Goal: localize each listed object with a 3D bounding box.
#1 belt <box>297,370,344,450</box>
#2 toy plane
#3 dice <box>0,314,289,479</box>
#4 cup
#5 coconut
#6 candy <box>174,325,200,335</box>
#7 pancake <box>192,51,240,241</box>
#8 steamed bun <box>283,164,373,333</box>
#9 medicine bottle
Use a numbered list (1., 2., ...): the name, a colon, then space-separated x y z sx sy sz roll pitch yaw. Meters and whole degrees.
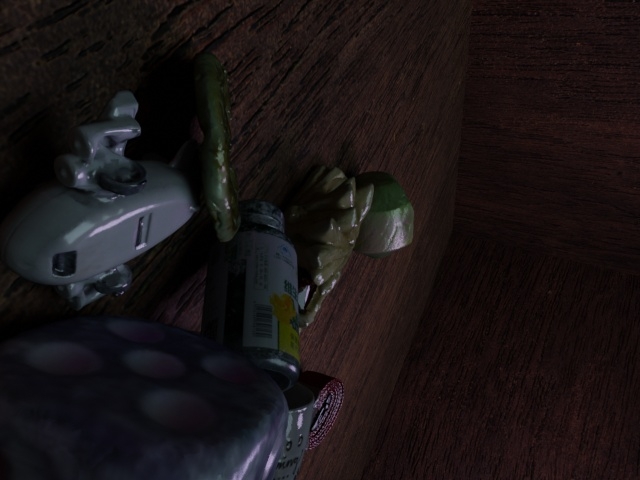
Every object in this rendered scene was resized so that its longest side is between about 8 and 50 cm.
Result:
1. belt: -0.037 0.437 1.272 0.200 0.124 0.128 -53 133 -33
2. toy plane: -0.222 -0.037 0.527 0.252 0.118 0.252 -55 168 -18
3. dice: -0.203 0.246 0.488 0.270 0.272 0.269 -7 116 -79
4. cup: -0.150 0.391 0.903 0.258 0.186 0.233 9 91 -37
5. coconut: 0.142 -0.054 1.270 0.205 0.236 0.235 -32 134 -43
6. candy: -0.183 0.198 0.804 0.073 0.092 0.160 -69 156 -11
7. pancake: -0.130 -0.119 0.637 0.253 0.037 0.253 175 -90 -84
8. steamed bun: 0.000 0.000 1.009 0.427 0.190 0.247 -62 147 -27
9. medicine bottle: -0.105 0.076 0.742 0.141 0.142 0.293 73 10 -53
